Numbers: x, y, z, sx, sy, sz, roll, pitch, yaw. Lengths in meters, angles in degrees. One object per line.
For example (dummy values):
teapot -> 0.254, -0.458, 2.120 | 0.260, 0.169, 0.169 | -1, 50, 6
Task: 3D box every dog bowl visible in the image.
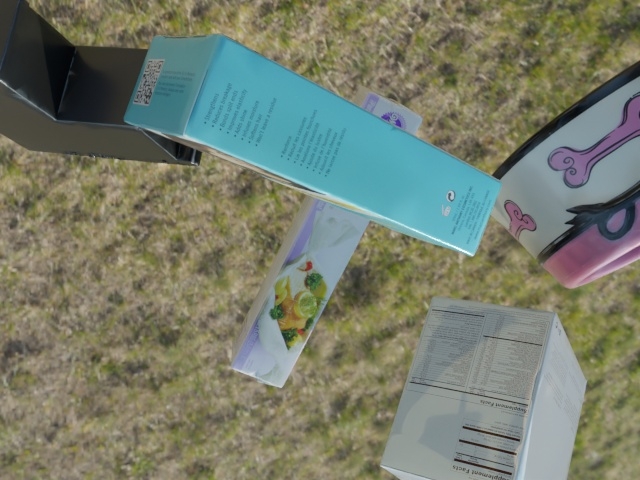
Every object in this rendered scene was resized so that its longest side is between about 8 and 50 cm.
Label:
dog bowl -> 0.400, -0.086, 0.850 | 0.408, 0.150, 0.408 | -26, 164, -8

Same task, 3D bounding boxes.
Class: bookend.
bookend -> -0.180, -0.118, 0.522 | 0.156, 0.072, 0.157 | 7, 168, 17

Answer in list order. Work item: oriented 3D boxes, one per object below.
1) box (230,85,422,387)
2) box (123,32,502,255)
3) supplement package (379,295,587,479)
box -> 0.000, 0.000, 0.768 | 0.063, 0.067, 0.324 | 24, 103, -13
box -> 0.003, -0.059, 0.495 | 0.244, 0.100, 0.060 | 20, 91, -36
supplement package -> 0.195, 0.203, 0.840 | 0.149, 0.203, 0.194 | 5, 151, 34
